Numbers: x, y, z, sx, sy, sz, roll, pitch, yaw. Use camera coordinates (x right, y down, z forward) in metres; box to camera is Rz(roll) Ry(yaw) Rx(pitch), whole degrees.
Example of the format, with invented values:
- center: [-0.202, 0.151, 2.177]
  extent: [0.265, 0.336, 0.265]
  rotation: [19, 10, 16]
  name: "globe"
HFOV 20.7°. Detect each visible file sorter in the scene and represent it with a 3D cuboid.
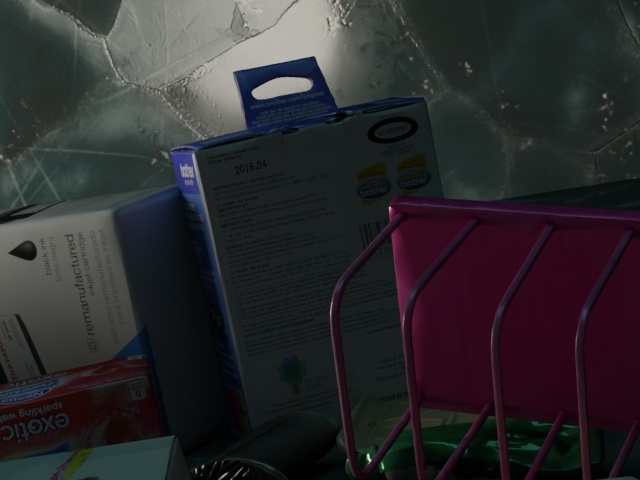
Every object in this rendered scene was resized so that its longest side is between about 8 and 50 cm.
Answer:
- center: [0.173, 0.099, 1.423]
  extent: [0.290, 0.202, 0.182]
  rotation: [4, 27, 24]
  name: "file sorter"

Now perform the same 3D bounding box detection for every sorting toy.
- center: [0.132, 0.183, 1.753]
  extent: [0.208, 0.038, 0.193]
  rotation: [-5, 9, 11]
  name: "sorting toy"

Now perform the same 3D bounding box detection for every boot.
- center: [-0.046, 0.218, 1.666]
  extent: [0.189, 0.076, 0.208]
  rotation: [-3, 5, 39]
  name: "boot"

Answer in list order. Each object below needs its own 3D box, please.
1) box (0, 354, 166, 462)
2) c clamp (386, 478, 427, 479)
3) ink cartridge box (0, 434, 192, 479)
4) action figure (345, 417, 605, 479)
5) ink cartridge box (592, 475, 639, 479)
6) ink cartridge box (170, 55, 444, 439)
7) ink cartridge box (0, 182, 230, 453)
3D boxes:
- center: [-0.287, 0.212, 1.793]
  extent: [0.256, 0.128, 0.122]
  rotation: [-12, 9, -5]
  name: "box"
- center: [0.079, 0.173, 1.110]
  extent: [0.160, 0.022, 0.137]
  rotation: [3, 3, 12]
  name: "c clamp"
- center: [-0.177, 0.240, 1.286]
  extent: [0.176, 0.128, 0.127]
  rotation: [-9, 33, 10]
  name: "ink cartridge box"
- center: [0.136, 0.192, 1.557]
  extent: [0.232, 0.064, 0.137]
  rotation: [-6, 10, 12]
  name: "action figure"
- center: [0.099, 0.205, 1.194]
  extent: [0.296, 0.066, 0.261]
  rotation: [-1, 8, -29]
  name: "ink cartridge box"
- center: [0.000, 0.000, 1.913]
  extent: [0.270, 0.396, 0.151]
  rotation: [-13, 8, -15]
  name: "ink cartridge box"
- center: [-0.315, 0.106, 2.025]
  extent: [0.394, 0.286, 0.166]
  rotation: [-7, 9, 32]
  name: "ink cartridge box"
